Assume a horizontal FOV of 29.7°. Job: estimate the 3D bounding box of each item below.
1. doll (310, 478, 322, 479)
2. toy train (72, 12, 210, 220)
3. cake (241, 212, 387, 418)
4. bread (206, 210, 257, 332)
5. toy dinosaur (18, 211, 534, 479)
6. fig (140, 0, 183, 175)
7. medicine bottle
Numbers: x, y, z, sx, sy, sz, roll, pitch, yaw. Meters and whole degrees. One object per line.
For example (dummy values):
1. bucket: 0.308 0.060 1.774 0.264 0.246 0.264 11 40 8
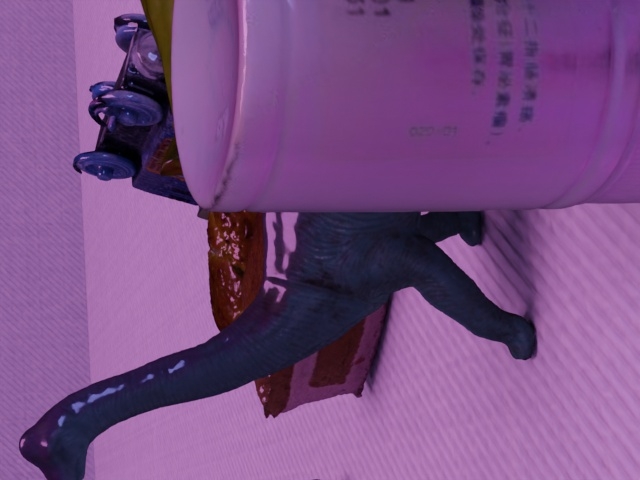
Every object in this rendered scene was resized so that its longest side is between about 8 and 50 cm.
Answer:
1. doll: -0.015 0.321 1.134 0.103 0.072 0.214 52 132 48
2. toy train: -0.155 -0.134 1.327 0.300 0.202 0.131 140 143 -66
3. cake: 0.000 0.000 1.006 0.113 0.116 0.295 -117 32 -51
4. bread: -0.059 0.011 1.196 0.132 0.103 0.172 -153 61 -71
5. toy dinosaur: -0.025 -0.049 0.751 0.129 0.331 0.383 -170 78 -68
6. fig: -0.019 -0.181 0.882 0.233 0.233 0.314 128 138 -61
7. medicine bottle: 0.063 -0.090 0.612 0.152 0.254 0.152 180 90 -70
